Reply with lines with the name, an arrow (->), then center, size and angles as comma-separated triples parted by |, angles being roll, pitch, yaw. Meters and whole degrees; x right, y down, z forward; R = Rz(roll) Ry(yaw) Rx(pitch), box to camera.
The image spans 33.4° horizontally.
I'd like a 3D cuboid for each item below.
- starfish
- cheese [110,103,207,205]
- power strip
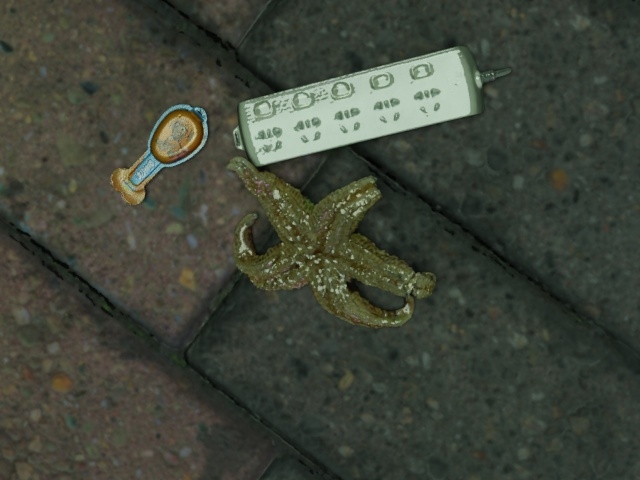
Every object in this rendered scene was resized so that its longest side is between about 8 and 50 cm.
starfish -> -0.002, 0.002, 0.924 | 0.209, 0.053, 0.150 | 45, 106, 0
cheese -> -0.144, -0.079, 0.965 | 0.111, 0.017, 0.047 | -45, 83, 9
power strip -> 0.042, -0.117, 0.928 | 0.253, 0.027, 0.060 | -13, 91, 9
